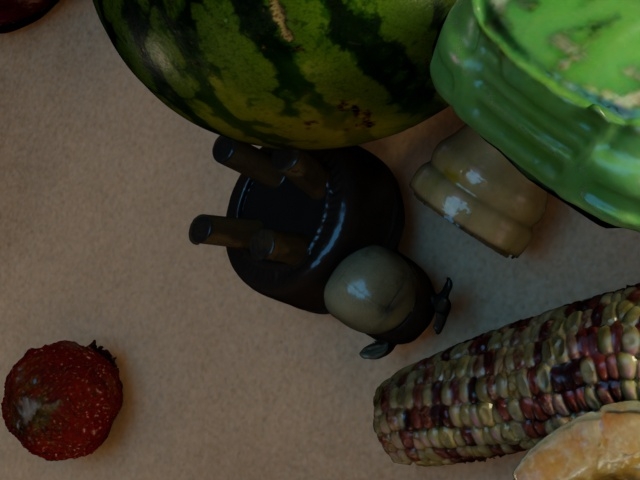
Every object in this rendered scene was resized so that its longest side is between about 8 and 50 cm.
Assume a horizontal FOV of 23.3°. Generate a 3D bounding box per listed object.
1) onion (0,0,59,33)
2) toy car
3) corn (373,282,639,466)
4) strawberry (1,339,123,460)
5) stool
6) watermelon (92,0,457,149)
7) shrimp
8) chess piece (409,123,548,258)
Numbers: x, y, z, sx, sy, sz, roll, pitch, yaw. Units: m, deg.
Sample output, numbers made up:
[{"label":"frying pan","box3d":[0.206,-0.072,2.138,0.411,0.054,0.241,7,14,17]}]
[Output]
[{"label":"onion","box3d":[-0.261,-0.263,1.313,0.218,0.140,0.195,35,95,31]},{"label":"toy car","box3d":[0.237,-0.124,0.848,0.213,0.359,0.176,44,135,34]},{"label":"corn","box3d":[0.134,0.091,0.991,0.253,0.086,0.086,-20,71,33]},{"label":"strawberry","box3d":[-0.210,0.126,1.223,0.106,0.106,0.106,-7,78,34]},{"label":"stool","box3d":[0.000,0.000,1.085,0.125,0.121,0.217,-51,52,15]},{"label":"watermelon","box3d":[-0.006,-0.194,0.986,0.285,0.285,0.285,-7,78,34]},{"label":"shrimp","box3d":[0.162,0.208,0.940,0.143,0.052,0.251,17,99,-9]},{"label":"chess piece","box3d":[0.147,-0.094,1.019,0.090,0.090,0.200,39,102,34]}]
